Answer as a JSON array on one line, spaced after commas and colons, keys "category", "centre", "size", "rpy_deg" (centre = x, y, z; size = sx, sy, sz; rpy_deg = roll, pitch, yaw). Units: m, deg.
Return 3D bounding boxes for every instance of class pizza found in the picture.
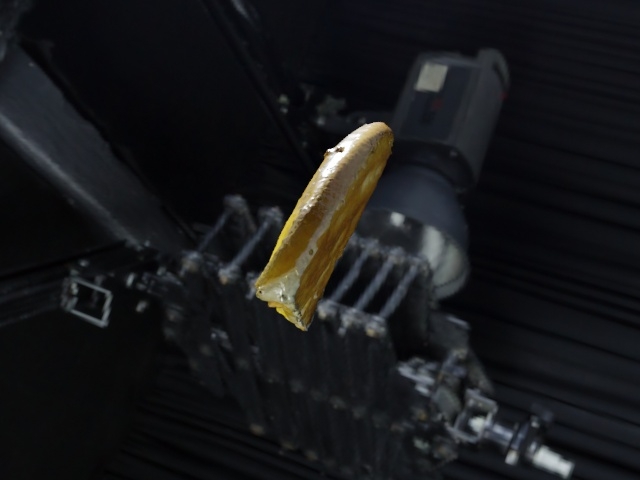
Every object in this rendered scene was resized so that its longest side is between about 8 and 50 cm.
[{"category": "pizza", "centre": [0.000, 0.000, 0.704], "size": [0.185, 0.036, 0.176], "rpy_deg": [-59, -9, -31]}]
